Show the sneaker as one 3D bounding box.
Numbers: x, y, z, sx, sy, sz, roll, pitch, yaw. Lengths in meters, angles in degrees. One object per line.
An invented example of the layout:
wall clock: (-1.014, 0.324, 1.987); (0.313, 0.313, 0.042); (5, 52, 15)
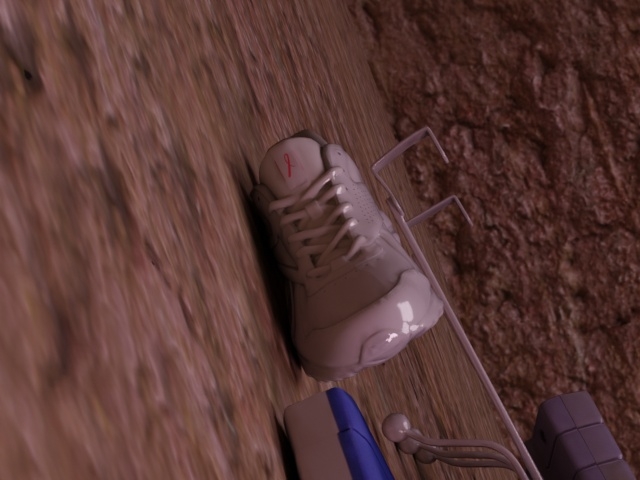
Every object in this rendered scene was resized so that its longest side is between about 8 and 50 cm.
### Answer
sneaker: (0.000, 0.000, 1.006); (0.115, 0.090, 0.232); (60, 0, -21)

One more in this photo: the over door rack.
over door rack: (0.099, 0.102, 1.349); (0.239, 0.108, 0.324); (53, 21, -76)

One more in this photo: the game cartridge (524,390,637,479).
game cartridge: (0.231, 0.322, 1.505); (0.355, 0.068, 0.230); (93, -18, -50)

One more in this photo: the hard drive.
hard drive: (0.065, 0.247, 0.802); (0.318, 0.040, 0.210); (-110, 176, -47)
